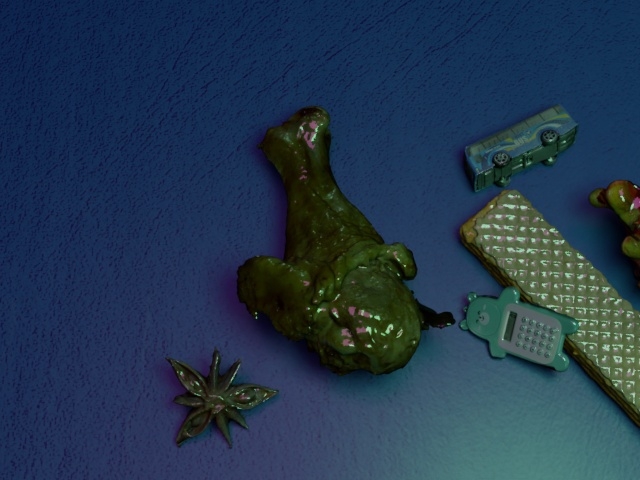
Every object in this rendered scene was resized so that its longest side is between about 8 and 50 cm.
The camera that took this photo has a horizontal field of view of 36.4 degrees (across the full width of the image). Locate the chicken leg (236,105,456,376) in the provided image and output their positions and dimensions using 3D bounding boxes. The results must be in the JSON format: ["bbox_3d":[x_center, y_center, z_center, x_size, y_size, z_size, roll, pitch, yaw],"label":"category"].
[{"bbox_3d":[-0.009,0.013,1.172,0.212,0.140,0.361,-18,59,-25],"label":"chicken leg"}]

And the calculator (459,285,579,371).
[{"bbox_3d":[0.233,0.103,1.153,0.141,0.019,0.094,19,111,29],"label":"calculator"}]

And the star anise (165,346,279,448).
[{"bbox_3d":[-0.113,0.186,1.155,0.129,0.056,0.124,-7,95,-4],"label":"star anise"}]

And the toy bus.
[{"bbox_3d":[0.254,-0.118,1.244,0.153,0.051,0.061,-24,59,-5],"label":"toy bus"}]

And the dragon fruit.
[{"bbox_3d":[0.410,-0.004,1.143,0.208,0.150,0.133,33,68,7],"label":"dragon fruit"}]

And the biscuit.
[{"bbox_3d":[0.322,0.097,1.161,0.094,0.054,0.378,-39,73,-9],"label":"biscuit"}]
